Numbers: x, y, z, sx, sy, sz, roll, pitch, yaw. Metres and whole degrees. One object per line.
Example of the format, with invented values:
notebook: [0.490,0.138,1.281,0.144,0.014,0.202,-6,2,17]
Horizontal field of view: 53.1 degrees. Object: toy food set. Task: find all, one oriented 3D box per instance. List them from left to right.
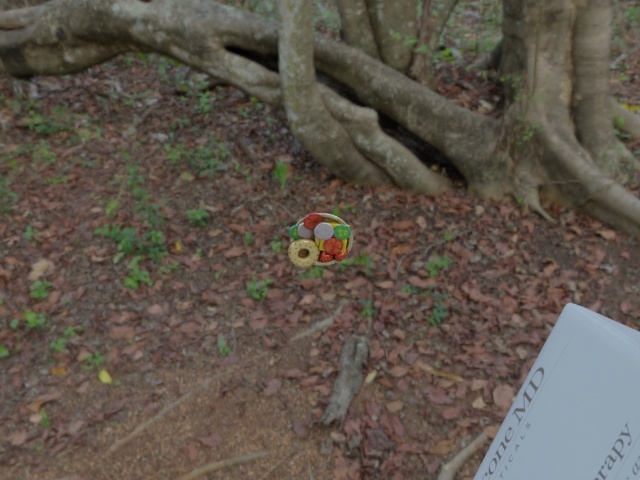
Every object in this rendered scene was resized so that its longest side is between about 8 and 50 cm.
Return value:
toy food set: [0.000,0.000,0.823,0.083,0.082,0.020,6,33,-2]

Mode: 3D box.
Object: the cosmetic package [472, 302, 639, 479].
cosmetic package: [0.331,0.298,0.515,0.327,0.329,0.394,24,8,0]
